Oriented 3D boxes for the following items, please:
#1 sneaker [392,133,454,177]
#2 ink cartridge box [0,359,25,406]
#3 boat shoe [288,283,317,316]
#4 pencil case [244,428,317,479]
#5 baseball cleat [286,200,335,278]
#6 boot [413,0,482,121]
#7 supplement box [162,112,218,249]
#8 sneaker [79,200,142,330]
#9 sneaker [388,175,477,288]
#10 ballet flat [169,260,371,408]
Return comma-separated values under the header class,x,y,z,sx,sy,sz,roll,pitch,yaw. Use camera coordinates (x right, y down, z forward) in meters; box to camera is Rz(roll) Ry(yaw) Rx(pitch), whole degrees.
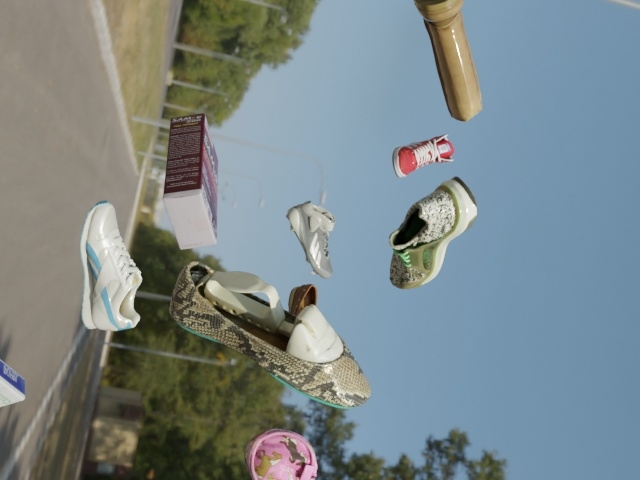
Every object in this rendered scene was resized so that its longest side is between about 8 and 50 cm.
class,x,y,z,sx,sy,sz,roll,pitch,yaw
sneaker,0.146,-0.119,1.167,0.118,0.067,0.042,-39,117,-58
ink cartridge box,-0.610,0.217,1.282,0.223,0.223,0.045,70,3,-54
boat shoe,-0.040,0.176,1.858,0.060,0.064,0.178,-28,-134,44
pencil case,-0.107,0.558,2.109,0.386,0.160,0.167,119,-46,-75
baseball cleat,0.000,0.000,1.996,0.206,0.109,0.072,59,22,-26
boot,0.240,-0.339,1.503,0.236,0.089,0.270,-77,152,-58
supplement box,-0.238,-0.113,1.557,0.239,0.073,0.130,-97,177,-45
sneaker,-0.358,0.044,1.441,0.087,0.092,0.229,-53,145,-73
sneaker,0.234,-0.006,2.150,0.158,0.182,0.410,62,-32,28
ballet flat,-0.103,0.179,1.738,0.164,0.482,0.182,-43,153,-53
